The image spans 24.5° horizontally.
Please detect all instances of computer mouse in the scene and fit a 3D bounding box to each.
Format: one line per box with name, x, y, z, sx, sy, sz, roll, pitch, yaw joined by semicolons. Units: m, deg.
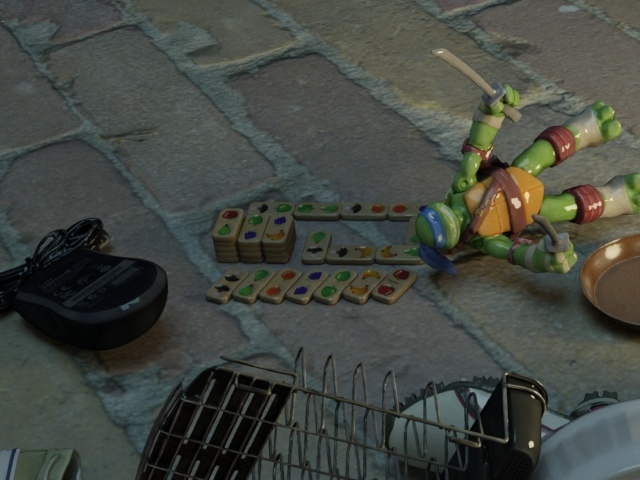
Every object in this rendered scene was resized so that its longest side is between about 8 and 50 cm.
computer mouse;-0.258;0.063;1.653;0.188;0.072;0.272;-34;30;-28

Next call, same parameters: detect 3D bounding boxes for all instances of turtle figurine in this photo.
turtle figurine;0.245;-0.071;1.597;0.266;0.275;0.198;-19;49;-31

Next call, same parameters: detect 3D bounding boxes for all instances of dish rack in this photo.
dish rack;0.009;0.162;1.060;0.271;0.208;0.074;15;38;-13

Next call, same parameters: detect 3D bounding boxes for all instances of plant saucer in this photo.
plant saucer;0.361;0.049;1.569;0.168;0.029;0.168;-6;34;4

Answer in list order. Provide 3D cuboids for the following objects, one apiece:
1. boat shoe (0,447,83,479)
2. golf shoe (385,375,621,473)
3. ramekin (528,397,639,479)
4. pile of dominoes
boat shoe;-0.256;0.277;1.304;0.094;0.109;0.302;-16;33;-1
golf shoe;0.184;0.197;1.335;0.272;0.105;0.120;2;43;15
ramekin;0.248;0.249;1.036;0.272;0.273;0.127;-2;0;9
pile of dominoes;0.000;0.000;1.706;0.251;0.040;0.196;0;35;12
